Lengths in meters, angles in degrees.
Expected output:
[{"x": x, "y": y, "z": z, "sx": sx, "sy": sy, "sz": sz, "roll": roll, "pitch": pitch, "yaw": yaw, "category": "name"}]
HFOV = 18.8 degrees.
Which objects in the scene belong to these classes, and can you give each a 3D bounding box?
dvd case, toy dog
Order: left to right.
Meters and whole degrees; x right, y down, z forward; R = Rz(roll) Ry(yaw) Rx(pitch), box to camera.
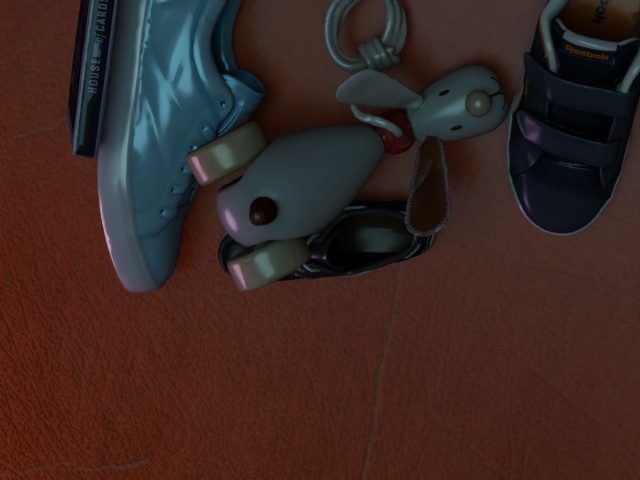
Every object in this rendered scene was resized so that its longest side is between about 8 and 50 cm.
[{"x": -0.226, "y": -0.218, "z": 1.941, "sx": 0.029, "sy": 0.179, "sz": 0.239, "roll": 7, "pitch": 105, "yaw": -11, "category": "dvd case"}, {"x": 0.025, "y": -0.081, "z": 1.878, "sx": 0.220, "sy": 0.161, "sz": 0.334, "roll": 44, "pitch": 90, "yaw": -11, "category": "toy dog"}]

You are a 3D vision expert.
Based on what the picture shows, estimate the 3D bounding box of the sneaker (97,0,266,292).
[{"x": -0.135, "y": -0.118, "z": 1.967, "sx": 0.150, "sy": 0.135, "sz": 0.366, "roll": 7, "pitch": 105, "yaw": 13, "category": "sneaker"}]

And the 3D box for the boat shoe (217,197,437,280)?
[{"x": 0.000, "y": 0.000, "z": 1.995, "sx": 0.233, "sy": 0.079, "sz": 0.084, "roll": -7, "pitch": 103, "yaw": 15, "category": "boat shoe"}]

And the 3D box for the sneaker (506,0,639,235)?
[{"x": 0.252, "y": -0.150, "z": 1.883, "sx": 0.126, "sy": 0.127, "sz": 0.321, "roll": 12, "pitch": 106, "yaw": 7, "category": "sneaker"}]
